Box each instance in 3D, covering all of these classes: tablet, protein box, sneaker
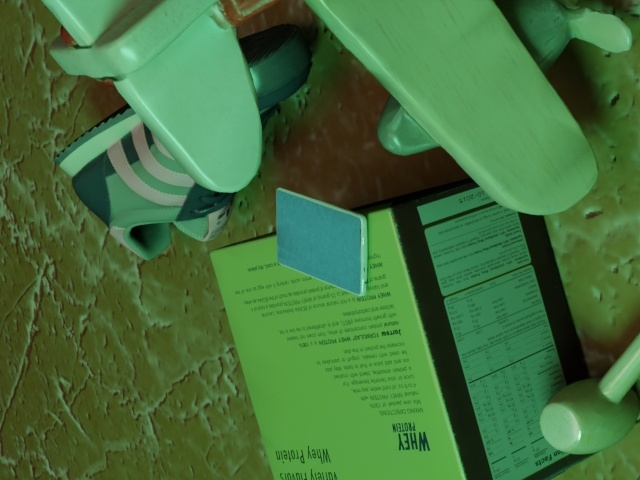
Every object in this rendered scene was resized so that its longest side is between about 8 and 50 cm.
[{"bbox_3d":[0.000,0.000,0.906,0.083,0.006,0.054,21,118,45],"label":"tablet"},{"bbox_3d":[0.057,0.074,0.980,0.200,0.136,0.201,-13,93,50],"label":"protein box"},{"bbox_3d":[-0.089,-0.072,1.141,0.319,0.112,0.131,-19,106,54],"label":"sneaker"}]

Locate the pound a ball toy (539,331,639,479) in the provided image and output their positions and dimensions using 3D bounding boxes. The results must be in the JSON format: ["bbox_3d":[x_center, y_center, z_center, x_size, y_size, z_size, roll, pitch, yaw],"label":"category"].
[{"bbox_3d":[0.241,0.076,0.764,0.208,0.136,0.319,48,135,26],"label":"pound a ball toy"}]

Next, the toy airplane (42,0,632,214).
[{"bbox_3d":[0.005,-0.212,0.775,0.272,0.384,0.386,-109,25,-67],"label":"toy airplane"}]
